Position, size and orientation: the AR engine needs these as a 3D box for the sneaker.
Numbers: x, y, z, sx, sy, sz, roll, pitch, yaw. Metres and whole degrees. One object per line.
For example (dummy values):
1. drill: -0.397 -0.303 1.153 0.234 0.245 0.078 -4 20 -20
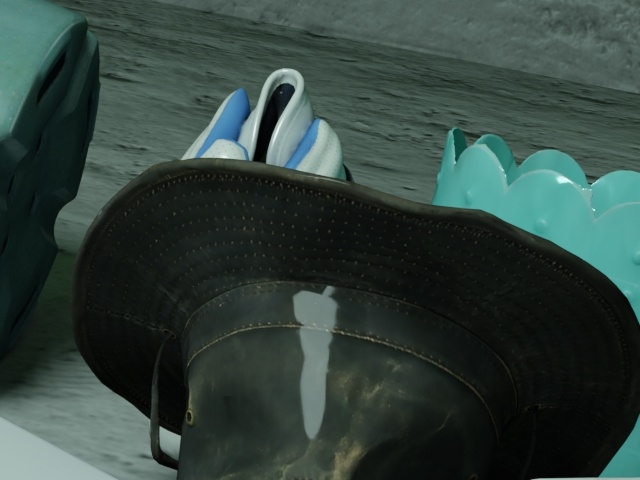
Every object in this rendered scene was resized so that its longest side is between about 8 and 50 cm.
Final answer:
1. sneaker: -0.001 0.000 1.058 0.130 0.236 0.323 16 19 25

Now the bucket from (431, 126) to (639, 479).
1. bucket: 0.179 0.050 0.998 0.281 0.183 0.281 15 8 -2

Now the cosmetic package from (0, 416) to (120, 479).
1. cosmetic package: -0.186 0.145 0.779 0.231 0.085 0.117 23 23 35

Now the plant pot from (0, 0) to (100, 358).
1. plant pot: -0.345 -0.076 1.054 0.334 0.341 0.341 17 18 3

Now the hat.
1. hat: 0.000 0.107 0.789 0.331 0.331 0.134 11 56 10

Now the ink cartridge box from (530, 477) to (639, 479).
1. ink cartridge box: 0.180 0.197 0.485 0.306 0.131 0.226 6 59 -28
